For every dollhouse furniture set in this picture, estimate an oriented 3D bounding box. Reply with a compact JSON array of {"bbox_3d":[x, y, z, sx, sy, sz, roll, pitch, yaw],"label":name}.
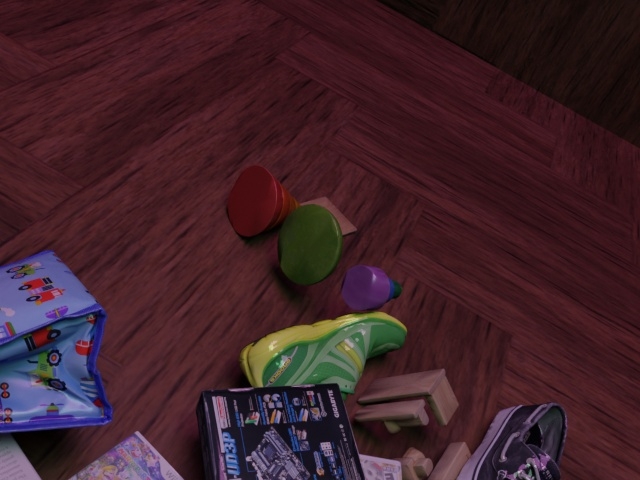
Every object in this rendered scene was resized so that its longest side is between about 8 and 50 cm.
[{"bbox_3d":[0.123,0.289,0.963,0.144,0.123,0.151,-37,105,-50],"label":"dollhouse furniture set"}]

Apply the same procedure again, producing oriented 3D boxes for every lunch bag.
[{"bbox_3d":[-0.391,0.117,0.702,0.293,0.138,0.221,-8,18,-31],"label":"lunch bag"}]

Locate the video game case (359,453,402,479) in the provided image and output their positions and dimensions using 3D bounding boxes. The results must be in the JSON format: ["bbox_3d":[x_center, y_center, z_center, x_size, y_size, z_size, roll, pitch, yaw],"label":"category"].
[{"bbox_3d":[-0.011,0.332,0.785,0.227,0.026,0.206,14,44,-11],"label":"video game case"}]

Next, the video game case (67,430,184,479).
[{"bbox_3d":[-0.224,0.278,0.774,0.087,0.011,0.122,40,39,16],"label":"video game case"}]

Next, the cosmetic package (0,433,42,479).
[{"bbox_3d":[-0.305,0.294,0.649,0.117,0.085,0.231,-21,60,-46],"label":"cosmetic package"}]

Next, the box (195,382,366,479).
[{"bbox_3d":[-0.039,0.269,0.778,0.175,0.051,0.220,1,47,-22],"label":"box"}]

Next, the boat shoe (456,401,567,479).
[{"bbox_3d":[0.271,0.321,0.936,0.108,0.102,0.301,58,38,-2],"label":"boat shoe"}]

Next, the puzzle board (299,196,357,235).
[{"bbox_3d":[-0.006,-0.035,1.277,0.128,0.011,0.096,-20,58,-44],"label":"puzzle board"}]

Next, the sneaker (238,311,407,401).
[{"bbox_3d":[0.012,0.176,0.988,0.296,0.109,0.123,-7,76,-42],"label":"sneaker"}]

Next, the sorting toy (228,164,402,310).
[{"bbox_3d":[0.000,0.000,1.126,0.126,0.127,0.366,9,22,-49],"label":"sorting toy"}]
